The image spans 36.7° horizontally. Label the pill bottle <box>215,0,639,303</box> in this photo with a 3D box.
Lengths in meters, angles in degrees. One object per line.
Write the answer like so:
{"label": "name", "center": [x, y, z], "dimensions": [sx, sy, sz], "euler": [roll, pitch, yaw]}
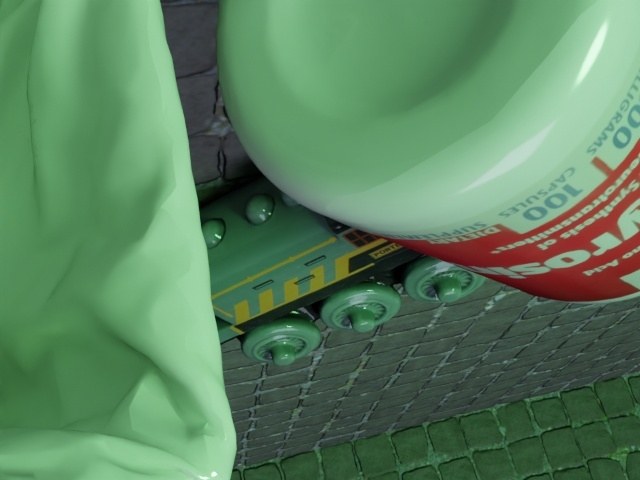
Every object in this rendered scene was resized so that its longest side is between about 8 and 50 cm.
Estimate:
{"label": "pill bottle", "center": [0.143, -0.083, 0.610], "dimensions": [0.229, 0.229, 0.408], "euler": [-28, 155, 27]}

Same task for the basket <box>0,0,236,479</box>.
{"label": "basket", "center": [-0.254, -0.019, 0.383], "dimensions": [0.328, 0.331, 0.266], "euler": [2, 158, -37]}

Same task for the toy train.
{"label": "toy train", "center": [0.000, 0.000, 0.857], "dimensions": [0.334, 0.142, 0.190], "euler": [-24, 145, 23]}
